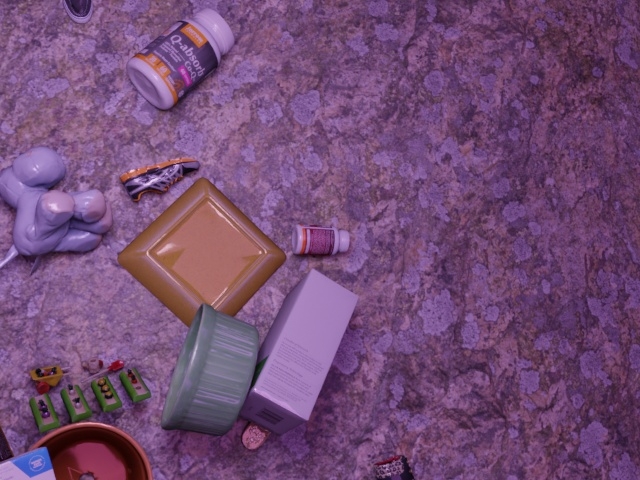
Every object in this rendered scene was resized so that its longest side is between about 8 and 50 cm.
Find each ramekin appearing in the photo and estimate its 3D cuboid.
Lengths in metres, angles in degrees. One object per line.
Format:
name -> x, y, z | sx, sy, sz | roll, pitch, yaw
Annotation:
ramekin -> -0.259, 0.314, 1.486 | 0.148, 0.303, 0.303 | 20, 73, -14

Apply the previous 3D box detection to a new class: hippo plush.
hippo plush -> -0.665, -0.090, 1.527 | 0.294, 0.234, 0.236 | -39, 70, 19

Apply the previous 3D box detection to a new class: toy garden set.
toy garden set -> -0.549, 0.330, 1.456 | 0.244, 0.204, 0.049 | -13, 118, -31

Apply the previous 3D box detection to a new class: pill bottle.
pill bottle -> 0.000, 0.000, 1.752 | 0.152, 0.086, 0.086 | 3, 77, -17
pill bottle -> -0.375, -0.499, 1.701 | 0.162, 0.162, 0.278 | 44, 70, -5

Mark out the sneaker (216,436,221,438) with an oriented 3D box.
sneaker -> -0.249, 0.440, 1.600 | 0.067, 0.042, 0.118 | 40, 72, -10

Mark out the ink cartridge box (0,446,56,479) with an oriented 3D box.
ink cartridge box -> -0.577, 0.539, 1.215 | 0.134, 0.078, 0.231 | -14, 82, -42

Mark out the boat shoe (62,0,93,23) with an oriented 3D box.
boat shoe -> -0.662, -0.710, 1.699 | 0.080, 0.076, 0.228 | 0, 78, -18

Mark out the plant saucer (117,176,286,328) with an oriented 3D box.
plant saucer -> -0.300, 0.039, 1.652 | 0.333, 0.081, 0.333 | 44, 69, -5

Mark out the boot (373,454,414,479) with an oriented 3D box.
boot -> 0.261, 0.671, 1.692 | 0.236, 0.085, 0.178 | -8, 79, -19

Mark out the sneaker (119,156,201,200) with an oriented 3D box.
sneaker -> -0.420, -0.169, 1.665 | 0.215, 0.084, 0.083 | -19, 98, -17

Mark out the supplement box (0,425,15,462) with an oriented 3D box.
supplement box -> -0.776, 0.434, 1.350 | 0.129, 0.194, 0.191 | -25, 87, -21

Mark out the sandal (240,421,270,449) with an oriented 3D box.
sandal -> -0.118, 0.436, 1.623 | 0.088, 0.079, 0.240 | 37, 70, -7

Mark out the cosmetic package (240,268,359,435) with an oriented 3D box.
cosmetic package -> -0.059, 0.278, 1.568 | 0.155, 0.197, 0.365 | 31, 53, -8

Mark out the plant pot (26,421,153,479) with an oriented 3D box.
plant pot -> -0.528, 0.550, 1.400 | 0.291, 0.203, 0.290 | 4, 78, -17
